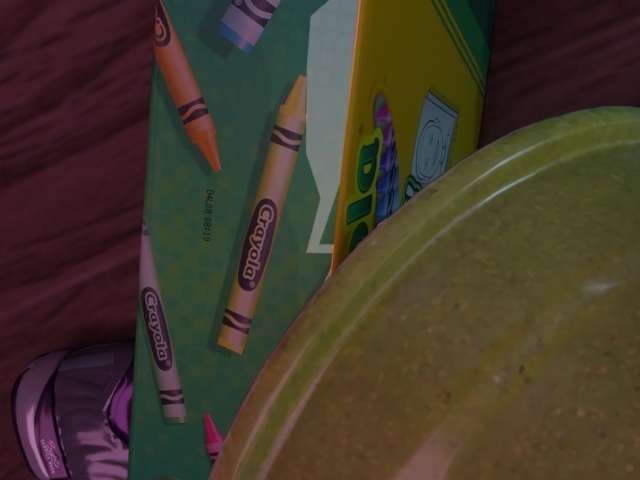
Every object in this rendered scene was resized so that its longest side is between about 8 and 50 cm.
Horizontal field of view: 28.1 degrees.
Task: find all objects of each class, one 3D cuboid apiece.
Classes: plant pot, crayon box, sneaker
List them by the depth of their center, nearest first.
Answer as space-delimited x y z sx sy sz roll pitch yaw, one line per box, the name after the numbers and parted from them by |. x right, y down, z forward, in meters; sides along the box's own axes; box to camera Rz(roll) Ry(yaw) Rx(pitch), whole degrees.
0.142 0.131 0.390 0.254 0.276 0.276 35 117 43 | plant pot
0.000 0.000 0.532 0.081 0.165 0.278 12 107 21 | crayon box
-0.081 0.156 0.656 0.098 0.083 0.223 -18 94 22 | sneaker
